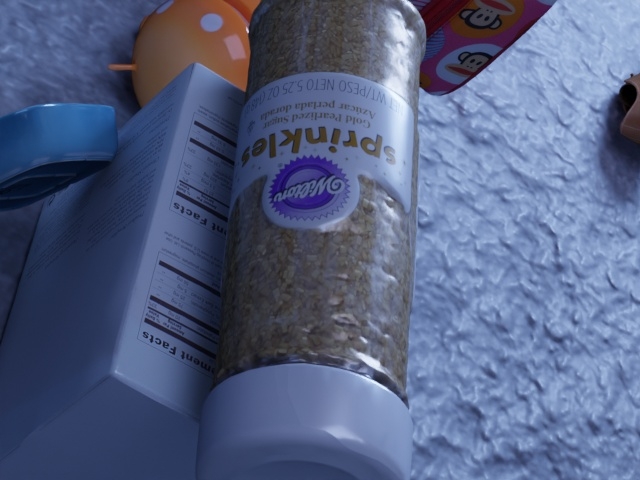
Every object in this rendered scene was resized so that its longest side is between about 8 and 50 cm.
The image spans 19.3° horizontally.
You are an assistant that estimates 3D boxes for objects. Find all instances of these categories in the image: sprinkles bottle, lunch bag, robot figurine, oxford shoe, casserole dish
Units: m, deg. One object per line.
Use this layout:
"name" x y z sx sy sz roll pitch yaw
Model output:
"sprinkles bottle" 0.000 0.000 1.150 0.121 0.121 0.355 26 48 -26
"lunch bag" 0.128 -0.300 1.663 0.120 0.258 0.293 19 51 -32
"robot figurine" -0.057 -0.138 1.487 0.219 0.128 0.158 -15 74 -46
"oxford shoe" 0.344 -0.160 1.906 0.076 0.076 0.212 10 32 13
"casserole dish" -0.194 -0.050 1.220 0.037 0.114 0.188 66 14 4

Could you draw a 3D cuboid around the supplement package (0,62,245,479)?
"supplement package" -0.085 0.067 1.270 0.198 0.199 0.262 31 46 -23
